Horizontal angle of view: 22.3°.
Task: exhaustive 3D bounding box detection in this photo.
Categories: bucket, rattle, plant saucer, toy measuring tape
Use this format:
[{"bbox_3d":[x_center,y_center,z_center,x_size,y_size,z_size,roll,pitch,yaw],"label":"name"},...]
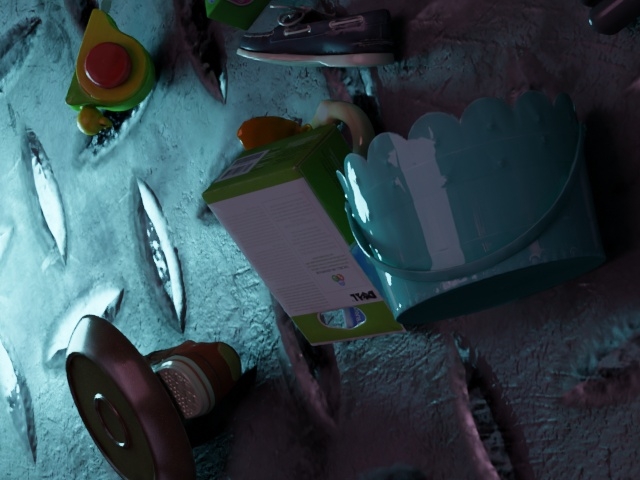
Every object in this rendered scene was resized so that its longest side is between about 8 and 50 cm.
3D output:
[{"bbox_3d":[0.170,-0.030,1.770,0.281,0.281,0.183,-29,73,46],"label":"bucket"},{"bbox_3d":[0.013,-0.104,2.045,0.130,0.143,0.199,-52,46,14],"label":"rattle"},{"bbox_3d":[-0.288,0.254,2.367,0.310,0.050,0.310,40,145,35],"label":"plant saucer"},{"bbox_3d":[-0.287,-0.311,2.430,0.121,0.121,0.330,10,81,49],"label":"toy measuring tape"}]

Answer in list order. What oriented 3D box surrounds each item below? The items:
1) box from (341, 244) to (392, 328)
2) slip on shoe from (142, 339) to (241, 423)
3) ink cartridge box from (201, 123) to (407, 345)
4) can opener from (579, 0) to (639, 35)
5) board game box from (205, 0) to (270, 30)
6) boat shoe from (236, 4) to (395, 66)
[{"bbox_3d":[0.092,0.043,2.023,0.178,0.042,0.109,-27,70,47],"label":"box"},{"bbox_3d":[-0.210,0.203,2.347,0.123,0.101,0.331,60,151,-6],"label":"slip on shoe"},{"bbox_3d":[0.000,0.000,2.030,0.189,0.097,0.255,-13,118,47],"label":"ink cartridge box"},{"bbox_3d":[0.363,-0.318,1.655,0.283,0.095,0.076,-39,62,35],"label":"can opener"},{"bbox_3d":[-0.056,-0.467,2.119,0.316,0.064,0.242,-46,41,39],"label":"board game box"},{"bbox_3d":[-0.009,-0.263,2.093,0.254,0.095,0.079,8,98,48],"label":"boat shoe"}]
